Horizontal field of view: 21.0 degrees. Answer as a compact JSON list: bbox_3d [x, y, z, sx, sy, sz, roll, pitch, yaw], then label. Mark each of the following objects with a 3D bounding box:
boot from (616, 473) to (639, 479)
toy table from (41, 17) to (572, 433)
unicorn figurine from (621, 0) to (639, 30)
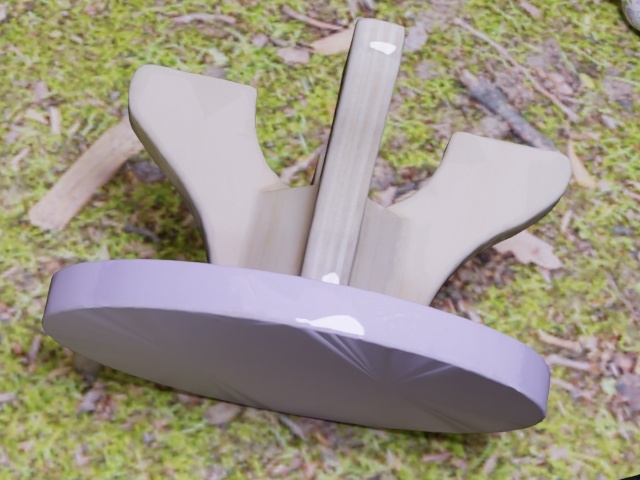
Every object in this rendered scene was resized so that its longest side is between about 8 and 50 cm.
[{"bbox_3d":[0.176,0.145,0.895,0.445,0.367,0.146,-24,101,-40],"label":"boot"},{"bbox_3d":[0.000,0.000,0.957,0.274,0.252,0.161,16,69,-13],"label":"toy table"},{"bbox_3d":[0.259,-0.146,1.209,0.111,0.060,0.162,-22,45,-22],"label":"unicorn figurine"}]
